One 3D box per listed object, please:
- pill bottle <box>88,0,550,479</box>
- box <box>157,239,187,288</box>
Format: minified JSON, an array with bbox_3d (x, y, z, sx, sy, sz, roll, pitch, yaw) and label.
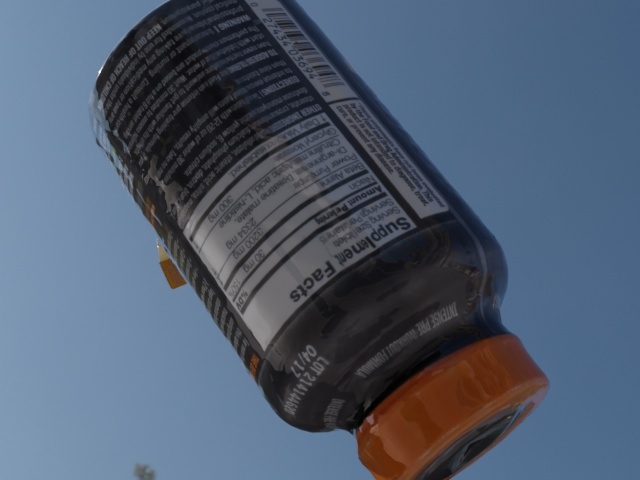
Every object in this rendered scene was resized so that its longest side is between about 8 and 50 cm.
[{"bbox_3d":[0.000,0.000,0.495,0.130,0.246,0.130,-30,-24,-15],"label":"pill bottle"},{"bbox_3d":[-0.057,-0.013,0.792,0.136,0.081,0.028,-20,-65,-2],"label":"box"}]
